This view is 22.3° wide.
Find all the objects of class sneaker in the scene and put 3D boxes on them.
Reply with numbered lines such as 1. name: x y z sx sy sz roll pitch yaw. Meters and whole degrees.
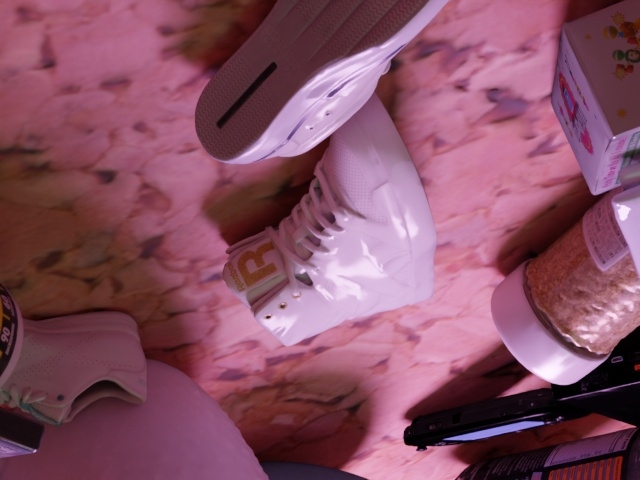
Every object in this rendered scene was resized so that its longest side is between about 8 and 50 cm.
1. sneaker: 0.017 -0.146 1.132 0.258 0.094 0.091 -37 164 33
2. sneaker: -0.246 0.117 1.360 0.212 0.094 0.080 -8 148 -21
3. sneaker: 0.000 0.000 1.313 0.169 0.108 0.292 -21 150 -6

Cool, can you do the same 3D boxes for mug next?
1. mug: -0.201 0.283 1.415 0.374 0.328 0.276 1 143 -32

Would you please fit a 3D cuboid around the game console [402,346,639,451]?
1. game console: 0.260 0.181 1.707 0.361 0.044 0.213 -17 155 37

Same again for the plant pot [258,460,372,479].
1. plant pot: -0.065 0.345 1.694 0.195 0.290 0.290 32 130 -10

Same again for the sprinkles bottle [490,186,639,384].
1. sprinkles bottle: 0.310 -0.011 1.467 0.121 0.121 0.355 11 137 -41

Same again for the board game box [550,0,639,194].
1. board game box: 0.335 -0.149 1.226 0.303 0.098 0.224 -23 169 2

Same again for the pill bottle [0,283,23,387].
1. pill bottle: -0.316 0.042 1.176 0.119 0.119 0.208 -26 149 9

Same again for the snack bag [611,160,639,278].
1. snack bag: 0.408 -0.037 1.335 0.323 0.037 0.342 -25 151 7

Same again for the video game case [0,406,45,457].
1. video game case: -0.340 0.123 1.200 0.196 0.026 0.274 25 158 -24

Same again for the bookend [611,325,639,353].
1. bookend: 0.372 0.087 1.704 0.157 0.072 0.156 -36 146 23

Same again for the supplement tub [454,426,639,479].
1. supplement tub: 0.323 0.324 1.829 0.338 0.207 0.207 -18 156 36
